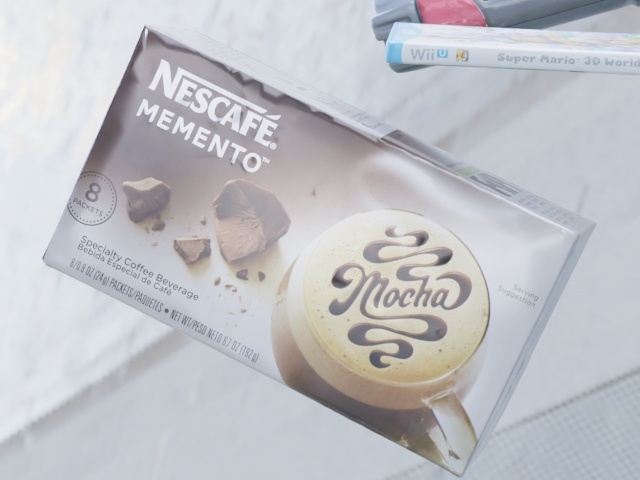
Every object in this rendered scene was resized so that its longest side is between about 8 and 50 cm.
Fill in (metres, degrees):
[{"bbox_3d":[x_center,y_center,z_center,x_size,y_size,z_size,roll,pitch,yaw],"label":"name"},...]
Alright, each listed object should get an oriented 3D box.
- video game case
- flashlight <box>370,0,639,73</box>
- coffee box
[{"bbox_3d":[0.124,-0.114,1.079,0.119,0.166,0.015,-70,-17,-77],"label":"video game case"},{"bbox_3d":[0.196,-0.230,1.600,0.103,0.304,0.103,-31,-75,-70],"label":"flashlight"},{"bbox_3d":[0.000,0.000,1.149,0.168,0.297,0.119,-65,-10,10],"label":"coffee box"}]
